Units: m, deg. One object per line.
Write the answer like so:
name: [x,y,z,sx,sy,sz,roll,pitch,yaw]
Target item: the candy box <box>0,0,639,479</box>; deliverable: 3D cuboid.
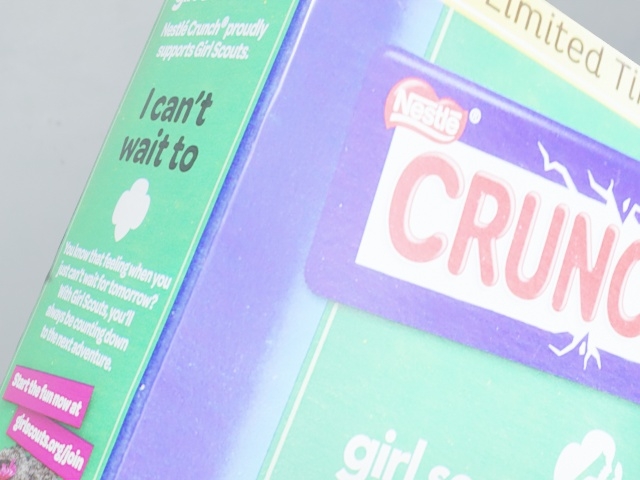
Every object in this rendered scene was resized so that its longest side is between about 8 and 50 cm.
candy box: [0.025,0.072,0.555,0.268,0.122,0.317,25,82,-33]
